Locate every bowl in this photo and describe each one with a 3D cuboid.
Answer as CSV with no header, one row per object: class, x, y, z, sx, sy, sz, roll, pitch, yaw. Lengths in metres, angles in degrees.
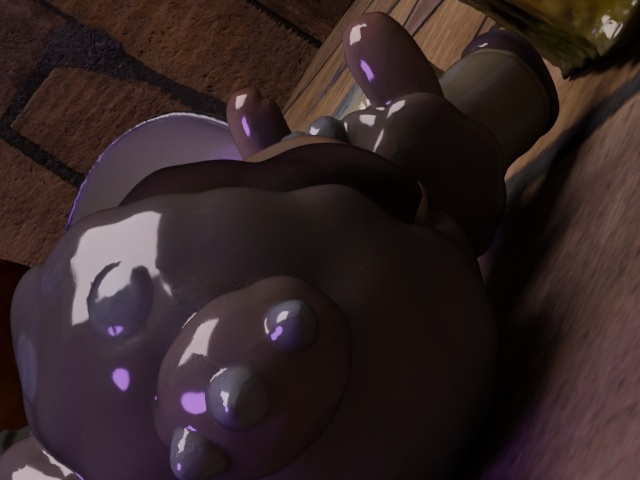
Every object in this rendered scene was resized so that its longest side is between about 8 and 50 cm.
bowl,-0.061,0.023,1.124,0.126,0.238,0.238,-9,-39,-54

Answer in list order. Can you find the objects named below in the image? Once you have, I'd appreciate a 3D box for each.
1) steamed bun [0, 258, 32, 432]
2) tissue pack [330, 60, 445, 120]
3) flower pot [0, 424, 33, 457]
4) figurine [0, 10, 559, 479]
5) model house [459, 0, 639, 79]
steamed bun,-0.252,0.160,1.312,0.248,0.235,0.379,-55,-22,-4
tissue pack,0.029,-0.046,1.225,0.196,0.092,0.148,-55,6,28
flower pot,-0.147,0.187,0.906,0.235,0.141,0.235,-27,21,12
figurine,0.002,0.023,0.759,0.248,0.203,0.380,-30,10,43
model house,0.110,-0.232,0.886,0.193,0.234,0.175,-59,6,3
